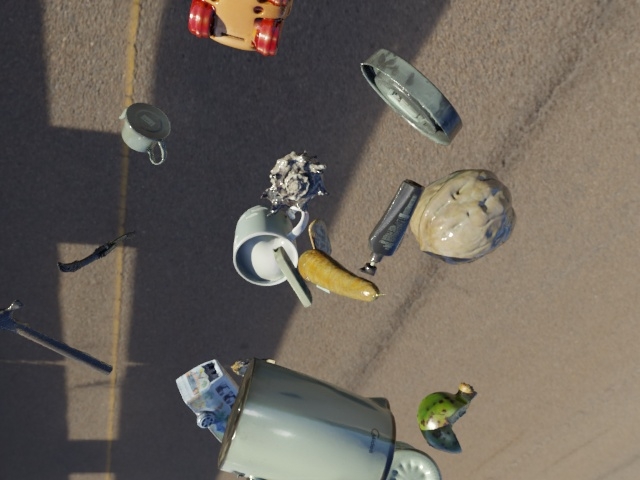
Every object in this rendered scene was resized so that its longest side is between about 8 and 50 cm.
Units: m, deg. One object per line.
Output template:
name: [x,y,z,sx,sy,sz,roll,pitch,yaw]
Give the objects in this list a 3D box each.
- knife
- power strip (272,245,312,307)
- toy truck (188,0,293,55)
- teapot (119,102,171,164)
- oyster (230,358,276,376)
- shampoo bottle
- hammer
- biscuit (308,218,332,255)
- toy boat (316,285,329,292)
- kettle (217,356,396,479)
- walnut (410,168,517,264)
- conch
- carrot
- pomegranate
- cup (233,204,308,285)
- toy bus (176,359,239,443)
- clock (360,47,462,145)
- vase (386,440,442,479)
knife: [-0.517,0.030,1.295,0.021,0.222,0.045,27,123,21]
power strip: [-0.075,0.111,1.617,0.029,0.080,0.226,-27,116,6]
toy truck: [-0.138,-0.498,1.042,0.189,0.239,0.265,13,151,-7]
teapot: [-0.637,-0.378,1.984,0.239,0.162,0.149,50,131,0]
oyster: [-0.124,0.229,1.017,0.083,0.019,0.054,-8,145,-19]
shampoo bottle: [0.091,-0.014,0.717,0.048,0.027,0.137,12,117,-26]
hammer: [-0.523,0.208,1.090,0.125,0.027,0.297,-32,140,9]
biscuit: [0.000,0.000,1.826,0.071,0.018,0.147,-31,115,-34]
toy boat: [0.013,0.125,1.780,0.210,0.070,0.292,29,164,-27]
kettle: [-0.019,0.307,0.796,0.237,0.221,0.161,19,146,-9]
walnut: [0.304,-0.050,1.195,0.224,0.224,0.224,-5,139,-4]
conch: [-0.108,-0.212,2.084,0.241,0.186,0.313,5,152,-42]
carrot: [0.043,0.080,1.121,0.078,0.298,0.078,-7,105,-28]
pomegranate: [0.295,0.414,1.315,0.122,0.169,0.143,11,169,27]
cup: [-0.194,-0.025,2.292,0.357,0.274,0.259,-38,120,15]
toy bus: [-0.253,0.466,1.484,0.136,0.109,0.329,-35,127,-12]
clock: [0.293,-0.457,1.769,0.076,0.386,0.386,-48,130,6]
vase: [0.165,0.473,1.096,0.143,0.143,0.299,-8,160,0]
